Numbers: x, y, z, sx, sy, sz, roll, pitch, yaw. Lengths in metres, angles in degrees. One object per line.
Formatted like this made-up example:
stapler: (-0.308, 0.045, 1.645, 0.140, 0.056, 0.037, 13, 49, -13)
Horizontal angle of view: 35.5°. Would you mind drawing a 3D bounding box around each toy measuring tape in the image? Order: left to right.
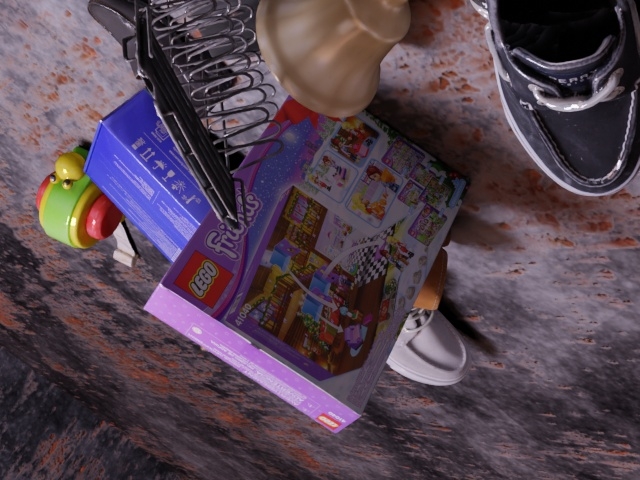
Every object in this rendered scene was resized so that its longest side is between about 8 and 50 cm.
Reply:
toy measuring tape: (-0.340, -0.017, 1.466, 0.121, 0.121, 0.330, 24, 154, 14)

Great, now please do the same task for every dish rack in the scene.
dish rack: (-0.086, -0.152, 0.779, 0.074, 0.271, 0.208, -17, 139, 9)

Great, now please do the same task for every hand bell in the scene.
hand bell: (0.070, -0.199, 0.742, 0.126, 0.126, 0.242, 40, 140, -19)

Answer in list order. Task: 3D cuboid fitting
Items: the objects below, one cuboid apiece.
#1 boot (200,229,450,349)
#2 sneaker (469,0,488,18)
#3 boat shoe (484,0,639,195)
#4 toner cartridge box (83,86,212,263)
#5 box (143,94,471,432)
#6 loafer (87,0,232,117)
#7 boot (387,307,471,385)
boot: (0.011, 0.035, 1.002, 0.220, 0.283, 0.109, 24, 127, 0)
sneaker: (0.162, -0.177, 0.730, 0.109, 0.040, 0.043, 18, 140, 14)
boat shoe: (0.163, -0.132, 0.660, 0.108, 0.102, 0.301, -10, 129, 15)
toner cartridge box: (-0.133, -0.009, 1.214, 0.348, 0.075, 0.165, 46, 155, -1)
box: (0.000, 0.000, 0.918, 0.201, 0.293, 0.057, 34, 144, -6)
loafer: (-0.173, -0.192, 1.028, 0.170, 0.061, 0.062, 36, 155, -8)
boot: (0.095, 0.084, 1.195, 0.258, 0.095, 0.123, 37, 161, -9)
